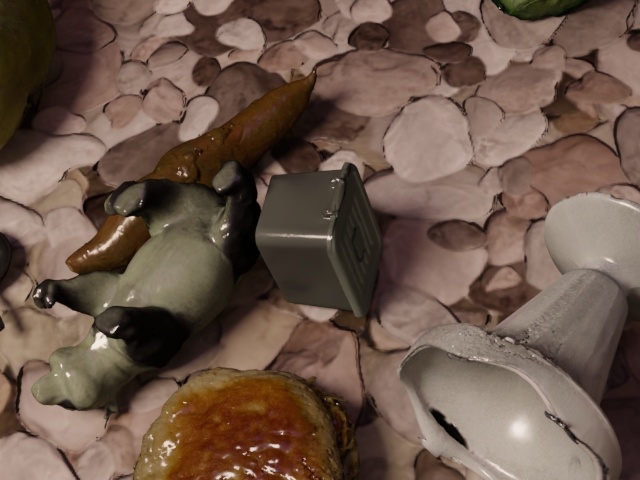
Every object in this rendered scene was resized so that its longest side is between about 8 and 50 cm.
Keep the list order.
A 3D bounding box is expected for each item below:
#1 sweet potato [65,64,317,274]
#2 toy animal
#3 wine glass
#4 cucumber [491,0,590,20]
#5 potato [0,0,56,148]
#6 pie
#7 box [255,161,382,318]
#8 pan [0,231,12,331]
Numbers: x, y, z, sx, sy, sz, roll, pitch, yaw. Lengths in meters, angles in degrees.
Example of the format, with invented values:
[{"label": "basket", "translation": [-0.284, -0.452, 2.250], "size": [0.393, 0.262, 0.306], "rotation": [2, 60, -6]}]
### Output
[{"label": "sweet potato", "translation": [-0.102, -0.060, 0.893], "size": [0.274, 0.067, 0.067], "rotation": [-42, 63, -17]}, {"label": "toy animal", "translation": [-0.132, 0.040, 0.801], "size": [0.093, 0.121, 0.225], "rotation": [25, 67, 28]}, {"label": "wine glass", "translation": [0.170, 0.075, 0.741], "size": [0.165, 0.165, 0.196], "rotation": [31, 56, 22]}, {"label": "cucumber", "translation": [0.206, -0.276, 1.004], "size": [0.085, 0.115, 0.193], "rotation": [6, 37, -46]}, {"label": "potato", "translation": [-0.328, -0.169, 0.940], "size": [0.169, 0.143, 0.248], "rotation": [25, 48, -25]}, {"label": "pie", "translation": [-0.052, 0.175, 0.732], "size": [0.163, 0.079, 0.194], "rotation": [-9, 59, 4]}, {"label": "box", "translation": [0.000, 0.000, 0.819], "size": [0.069, 0.122, 0.084], "rotation": [2, 55, 20]}, {"label": "pan", "translation": [-0.280, 0.037, 0.867], "size": [0.068, 0.023, 0.115], "rotation": [-25, 56, -12]}]
